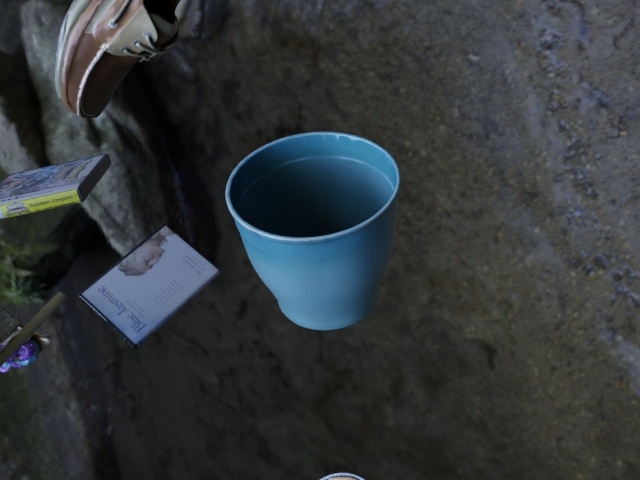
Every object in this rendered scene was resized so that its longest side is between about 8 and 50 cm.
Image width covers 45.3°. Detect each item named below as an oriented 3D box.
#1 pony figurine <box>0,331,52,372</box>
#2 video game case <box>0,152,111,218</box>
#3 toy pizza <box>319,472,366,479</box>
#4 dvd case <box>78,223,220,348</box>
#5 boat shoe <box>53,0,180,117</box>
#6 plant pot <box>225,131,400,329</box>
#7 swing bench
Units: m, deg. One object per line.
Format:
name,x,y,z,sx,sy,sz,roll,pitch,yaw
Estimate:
pony figurine,-0.908,0.268,1.908,0.364,0.351,0.302,1,98,29
video game case,-0.616,-0.120,1.702,0.275,0.249,0.035,-96,-7,-67
toy pizza,0.032,0.534,1.420,0.201,0.032,0.201,-14,62,28
dvd case,-0.371,0.094,1.668,0.180,0.253,0.022,38,154,17
boat shoe,-0.255,-0.306,1.043,0.120,0.122,0.323,34,110,10
plant pot,0.000,0.000,1.269,0.272,0.272,0.255,31,145,35
swing bench,-0.620,0.119,1.268,0.253,0.254,0.165,45,130,-11
